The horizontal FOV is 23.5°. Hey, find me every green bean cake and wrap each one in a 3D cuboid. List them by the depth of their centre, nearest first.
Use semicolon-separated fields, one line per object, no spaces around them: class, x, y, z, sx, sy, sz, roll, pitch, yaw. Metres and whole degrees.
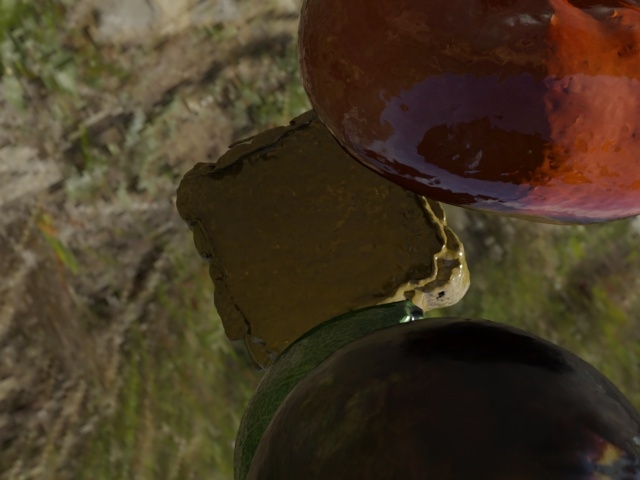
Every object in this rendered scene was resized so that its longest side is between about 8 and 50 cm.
green bean cake;0.000;0.000;1.429;0.224;0.229;0.131;-28;160;1

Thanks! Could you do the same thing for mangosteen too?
mangosteen;0.097;0.155;0.796;0.289;0.231;0.231;5;134;-47

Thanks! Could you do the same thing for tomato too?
tomato;0.110;-0.121;0.875;0.260;0.260;0.180;-18;165;-26

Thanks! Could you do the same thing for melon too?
melon;-0.003;0.187;1.157;0.169;0.265;0.129;-5;-175;31
